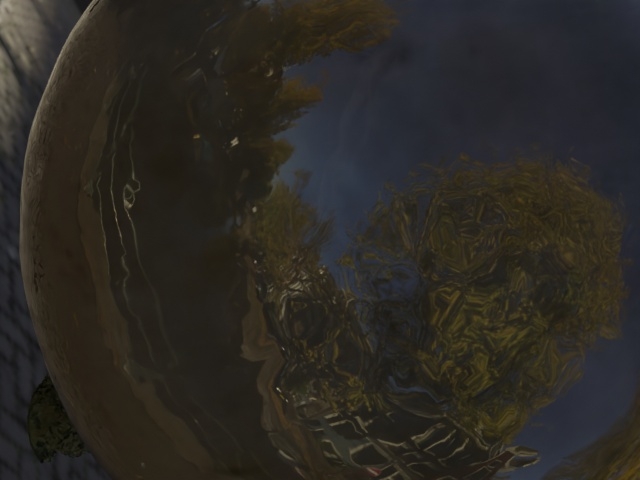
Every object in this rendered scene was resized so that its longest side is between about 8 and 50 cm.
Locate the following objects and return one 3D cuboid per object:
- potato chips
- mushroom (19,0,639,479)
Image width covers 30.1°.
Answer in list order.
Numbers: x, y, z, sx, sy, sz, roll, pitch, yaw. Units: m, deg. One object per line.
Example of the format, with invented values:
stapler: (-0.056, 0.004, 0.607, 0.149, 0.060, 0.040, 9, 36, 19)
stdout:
potato chips: (-0.191, 0.137, 1.101, 0.142, 0.209, 0.026, 51, 11, -39)
mushroom: (0.030, -0.006, 0.616, 0.362, 0.362, 0.294, 64, -11, -12)
